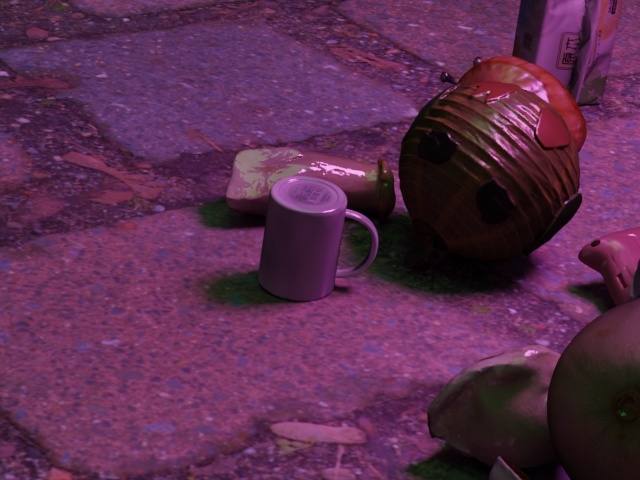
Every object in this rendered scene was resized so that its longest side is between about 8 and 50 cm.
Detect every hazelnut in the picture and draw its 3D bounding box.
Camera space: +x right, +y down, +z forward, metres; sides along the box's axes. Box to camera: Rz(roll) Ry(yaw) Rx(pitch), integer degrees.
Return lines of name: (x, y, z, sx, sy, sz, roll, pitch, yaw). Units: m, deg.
hazelnut: (0.295, -0.179, 2.372, 0.214, 0.176, 0.214, 25, 32, -17)

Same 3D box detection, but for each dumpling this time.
dumpling: (0.214, 0.173, 1.691, 0.199, 0.136, 0.118, 8, 17, -21)

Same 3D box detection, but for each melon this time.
melon: (0.357, 0.174, 1.571, 0.308, 0.271, 0.272, 19, 18, -30)

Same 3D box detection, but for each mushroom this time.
mushroom: (-0.017, -0.080, 2.192, 0.247, 0.096, 0.108, 2, 1, -16)

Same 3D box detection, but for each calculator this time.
calculator: (0.512, 0.052, 2.042, 0.330, 0.048, 0.220, -2, 41, -16)

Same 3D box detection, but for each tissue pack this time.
tissue pack: (0.421, -0.333, 2.639, 0.159, 0.229, 0.145, -6, 30, -25)

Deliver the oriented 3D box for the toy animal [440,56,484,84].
toy animal: (0.283, -0.225, 2.574, 0.176, 0.073, 0.217, -2, 30, -38)

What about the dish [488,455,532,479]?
dish: (0.201, 0.284, 1.535, 0.141, 0.078, 0.141, 41, 1, -1)

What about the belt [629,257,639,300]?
belt: (0.597, 0.062, 1.895, 0.437, 0.173, 0.300, 24, 41, 10)

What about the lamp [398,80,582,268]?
lamp: (0.202, -0.074, 2.093, 0.284, 0.250, 0.250, -46, 46, -10)

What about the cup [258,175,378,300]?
cup: (-0.007, -0.005, 1.996, 0.136, 0.133, 0.099, -10, 34, -28)
